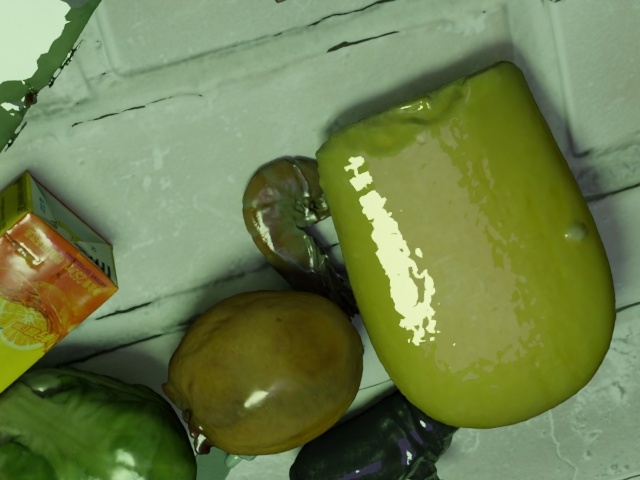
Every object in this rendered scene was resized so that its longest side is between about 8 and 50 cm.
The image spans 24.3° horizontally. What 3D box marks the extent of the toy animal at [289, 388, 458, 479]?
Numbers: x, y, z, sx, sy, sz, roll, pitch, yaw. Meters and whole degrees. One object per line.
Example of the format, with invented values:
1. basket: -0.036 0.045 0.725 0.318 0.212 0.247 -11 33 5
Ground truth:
1. toy animal: 0.118 0.245 1.914 0.343 0.106 0.168 -42 111 3

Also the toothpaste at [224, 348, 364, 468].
1. toothpaste: -0.042 0.207 1.894 0.060 0.038 0.233 39 99 -26

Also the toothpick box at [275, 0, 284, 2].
1. toothpick box: 0.002 -0.328 1.593 0.149 0.098 0.098 -24 119 -1

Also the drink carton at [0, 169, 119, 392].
1. drink carton: -0.412 0.098 1.714 0.351 0.111 0.154 -40 117 10

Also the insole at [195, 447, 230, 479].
1. insole: -0.128 0.267 1.924 0.053 0.002 0.153 19 111 -21

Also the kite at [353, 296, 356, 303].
1. kite: 0.090 0.062 1.864 0.159 0.010 0.190 -10 117 -6

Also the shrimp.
1. shrimp: -0.002 -0.001 1.796 0.133 0.053 0.236 -40 114 -11

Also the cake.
1. cake: -0.368 -0.207 1.546 0.172 0.158 0.283 28 111 -23

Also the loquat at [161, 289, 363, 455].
1. loquat: -0.064 0.155 1.766 0.238 0.238 0.193 -29 77 3

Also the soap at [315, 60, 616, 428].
1. soap: 0.184 0.020 1.778 0.306 0.115 0.427 -22 102 -7

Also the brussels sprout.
1. brussels sprout: -0.284 0.253 1.769 0.271 0.219 0.210 33 90 -5
